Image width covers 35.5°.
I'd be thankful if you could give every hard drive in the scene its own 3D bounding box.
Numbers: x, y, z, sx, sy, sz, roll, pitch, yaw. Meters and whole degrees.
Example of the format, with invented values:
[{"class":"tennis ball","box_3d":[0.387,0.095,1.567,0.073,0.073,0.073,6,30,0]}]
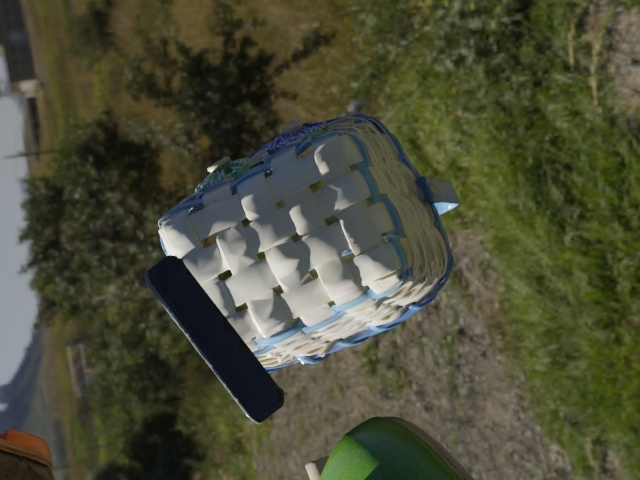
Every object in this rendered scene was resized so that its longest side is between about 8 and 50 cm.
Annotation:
[{"class":"hard drive","box_3d":[-0.055,0.058,0.556,0.094,0.022,0.135,52,173,5]}]

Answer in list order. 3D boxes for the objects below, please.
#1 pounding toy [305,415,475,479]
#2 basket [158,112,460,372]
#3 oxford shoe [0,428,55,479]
[{"class":"pounding toy","box_3d":[0.014,0.175,0.388,0.182,0.110,0.237,63,164,10]},{"class":"basket","box_3d":[0.000,0.000,0.914,0.201,0.255,0.289,66,-171,9]},{"class":"oxford shoe","box_3d":[-0.436,0.288,1.173,0.364,0.130,0.132,28,-150,-56]}]
